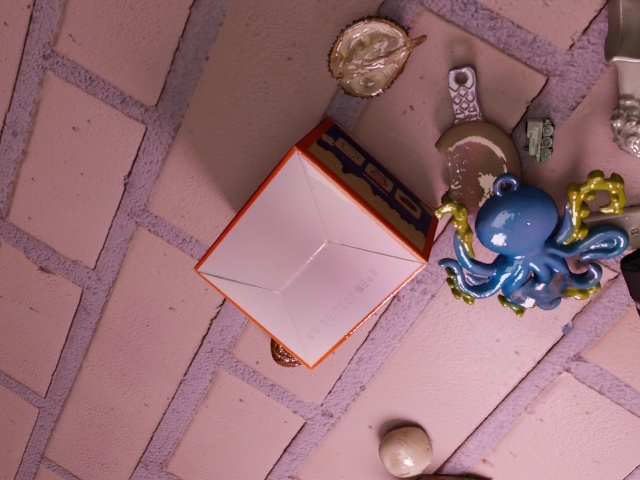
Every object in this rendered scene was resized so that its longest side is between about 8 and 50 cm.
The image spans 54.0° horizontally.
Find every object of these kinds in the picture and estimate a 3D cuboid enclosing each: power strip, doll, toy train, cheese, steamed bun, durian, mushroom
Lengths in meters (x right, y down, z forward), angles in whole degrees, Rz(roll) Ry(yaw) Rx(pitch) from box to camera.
[{"bbox_3d":[0.581,-0.021,1.185,0.192,0.035,0.082,-11,110,21],"label":"power strip"},{"bbox_3d":[0.392,0.006,1.169,0.345,0.099,0.341,-21,126,10],"label":"doll"},{"bbox_3d":[0.406,-0.186,1.165,0.053,0.033,0.083,7,116,20],"label":"toy train"},{"bbox_3d":[0.284,-0.184,1.180,0.163,0.082,0.287,-10,108,20],"label":"cheese"},{"bbox_3d":[0.200,0.512,1.513,0.129,0.091,0.113,-22,104,25],"label":"steamed bun"},{"bbox_3d":[0.103,-0.349,1.154,0.188,0.091,0.148,-13,122,18],"label":"durian"},{"bbox_3d":[-0.066,0.242,1.476,0.109,0.085,0.126,-3,118,17],"label":"mushroom"}]

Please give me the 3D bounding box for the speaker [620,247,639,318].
[{"bbox_3d":[0.644,0.196,1.128,0.198,0.259,0.330,-20,110,41],"label":"speaker"}]

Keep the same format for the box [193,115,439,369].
[{"bbox_3d":[0.000,0.000,1.250,0.318,0.257,0.349,40,118,-5],"label":"box"}]

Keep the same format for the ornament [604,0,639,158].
[{"bbox_3d":[0.531,-0.269,1.036,0.130,0.120,0.285,-18,109,15],"label":"ornament"}]

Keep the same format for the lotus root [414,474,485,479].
[{"bbox_3d":[0.274,0.642,1.506,0.170,0.260,0.075,10,120,49],"label":"lotus root"}]
